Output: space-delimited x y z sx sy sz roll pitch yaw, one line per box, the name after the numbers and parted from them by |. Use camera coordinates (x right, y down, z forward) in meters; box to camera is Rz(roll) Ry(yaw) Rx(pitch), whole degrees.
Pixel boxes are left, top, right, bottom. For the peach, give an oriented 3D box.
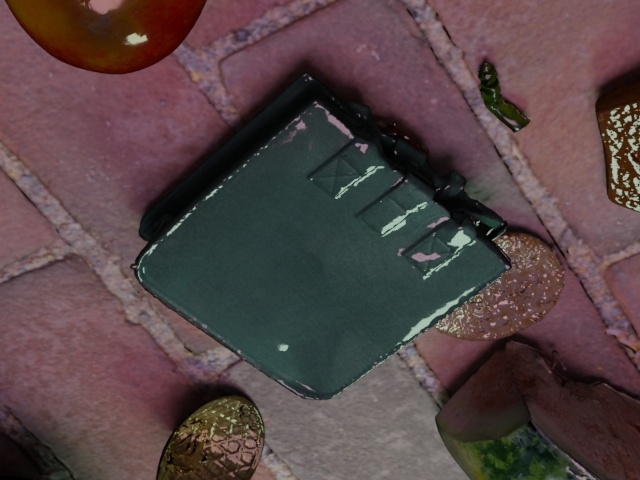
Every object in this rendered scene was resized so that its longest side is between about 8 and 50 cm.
-0.171 -0.231 1.411 0.190 0.192 0.190 0 93 -2 | peach

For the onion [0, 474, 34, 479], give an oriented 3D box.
-0.289 0.459 1.839 0.420 0.398 0.398 23 126 -29 | onion

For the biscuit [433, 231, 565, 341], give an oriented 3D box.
0.167 0.044 1.728 0.152 0.020 0.152 -3 132 -3 | biscuit

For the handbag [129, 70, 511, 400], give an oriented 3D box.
-0.001 -0.002 1.634 0.268 0.100 0.274 35 120 -24 | handbag

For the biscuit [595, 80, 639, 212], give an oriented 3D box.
0.361 -0.081 1.585 0.215 0.034 0.182 3 141 18 | biscuit

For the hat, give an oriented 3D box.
-0.134 0.217 1.839 0.146 0.067 0.146 -23 125 -37 | hat

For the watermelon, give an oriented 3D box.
0.283 0.229 1.820 0.305 0.224 0.180 24 81 -29 | watermelon

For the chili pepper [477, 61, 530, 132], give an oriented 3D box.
0.160 -0.128 1.580 0.027 0.022 0.083 2 142 41 | chili pepper
